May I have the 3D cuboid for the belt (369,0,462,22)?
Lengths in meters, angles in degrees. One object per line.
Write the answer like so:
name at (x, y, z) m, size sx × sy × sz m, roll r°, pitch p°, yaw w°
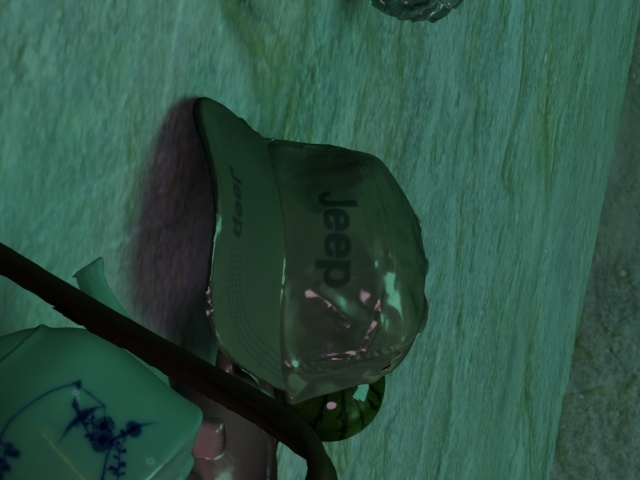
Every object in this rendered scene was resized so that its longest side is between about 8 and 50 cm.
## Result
belt at (0.082, -0.255, 1.466) m, size 0.079 × 0.121 × 0.151 m, roll -48°, pitch 148°, yaw -61°

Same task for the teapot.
teapot at (-0.162, 0.108, 0.951) m, size 0.232 × 0.159 × 0.159 m, roll -46°, pitch 142°, yaw -42°

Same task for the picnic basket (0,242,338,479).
picnic basket at (-0.172, 0.160, 0.713) m, size 0.321 × 0.254 × 0.291 m, roll -54°, pitch 152°, yaw -20°

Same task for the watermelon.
watermelon at (0.005, 0.123, 1.476) m, size 0.109 × 0.109 × 0.109 m, roll 10°, pitch 90°, yaw -71°

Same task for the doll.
doll at (-0.080, 0.203, 1.266) m, size 0.211 × 0.093 × 0.262 m, roll 43°, pitch 53°, yaw -77°

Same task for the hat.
hat at (0.000, 0.000, 1.266) m, size 0.244 × 0.149 × 0.214 m, roll 66°, pitch 18°, yaw -76°
